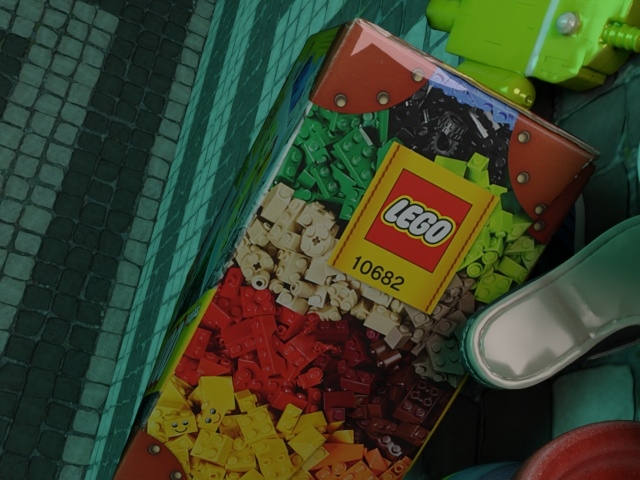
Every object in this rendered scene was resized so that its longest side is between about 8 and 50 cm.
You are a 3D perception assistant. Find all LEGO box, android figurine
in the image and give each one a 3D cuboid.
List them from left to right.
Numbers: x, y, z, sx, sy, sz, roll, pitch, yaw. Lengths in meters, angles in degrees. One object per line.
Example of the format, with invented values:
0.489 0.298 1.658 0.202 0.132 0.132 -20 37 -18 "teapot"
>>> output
0.000 0.000 0.717 0.372 0.193 0.500 -62 10 11 "LEGO box"
0.211 -0.242 0.688 0.273 0.056 0.248 40 117 50 "android figurine"

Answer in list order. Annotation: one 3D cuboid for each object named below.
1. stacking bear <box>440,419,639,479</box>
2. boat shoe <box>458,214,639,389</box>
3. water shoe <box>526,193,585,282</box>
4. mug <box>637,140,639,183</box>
0.107 0.241 0.487 0.289 0.164 0.175 131 151 -51 "stacking bear"
0.181 0.038 0.471 0.065 0.206 0.075 110 136 -75 "boat shoe"
0.178 -0.009 0.617 0.073 0.080 0.203 -47 31 44 "water shoe"
0.229 -0.028 0.343 0.158 0.097 0.129 -54 23 15 "mug"
